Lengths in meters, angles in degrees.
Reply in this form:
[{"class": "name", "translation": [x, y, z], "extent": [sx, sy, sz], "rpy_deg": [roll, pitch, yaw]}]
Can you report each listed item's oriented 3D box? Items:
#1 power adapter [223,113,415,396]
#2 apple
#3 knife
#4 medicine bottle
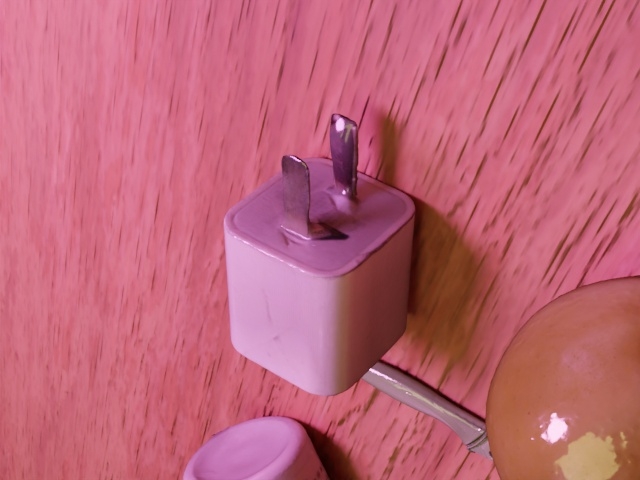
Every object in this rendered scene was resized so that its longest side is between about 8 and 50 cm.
[{"class": "power adapter", "translation": [0.000, 0.000, 0.909], "extent": [0.125, 0.130, 0.205], "rpy_deg": [26, 135, 28]}, {"class": "apple", "translation": [0.209, 0.115, 0.759], "extent": [0.200, 0.200, 0.200], "rpy_deg": [26, 136, 28]}, {"class": "knife", "translation": [0.132, 0.168, 1.003], "extent": [0.293, 0.020, 0.043], "rpy_deg": [26, 134, 26]}, {"class": "medicine bottle", "translation": [-0.036, 0.323, 1.196], "extent": [0.144, 0.144, 0.252], "rpy_deg": [0, 118, 44]}]
